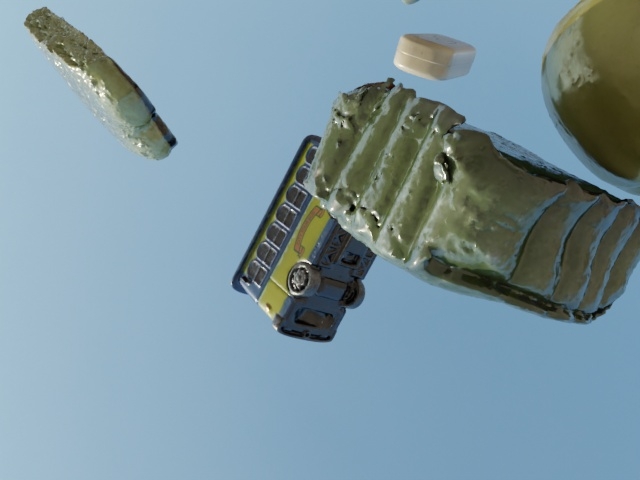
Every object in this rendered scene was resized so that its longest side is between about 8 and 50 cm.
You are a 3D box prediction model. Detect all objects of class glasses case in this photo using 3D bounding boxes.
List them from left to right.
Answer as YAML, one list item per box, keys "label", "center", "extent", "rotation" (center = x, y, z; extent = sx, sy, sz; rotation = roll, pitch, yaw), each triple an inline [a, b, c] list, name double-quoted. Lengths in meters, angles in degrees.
- label: "glasses case"
  center: [0.167, -0.264, 0.994]
  extent: [0.083, 0.050, 0.196]
  rotation: [25, -156, 14]

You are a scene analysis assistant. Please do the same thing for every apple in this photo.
- label: "apple"
  center: [0.281, -0.135, 0.582]
  extent: [0.200, 0.200, 0.199]
  rotation: [4, -126, -6]

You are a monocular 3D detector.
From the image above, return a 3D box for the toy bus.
- label: "toy bus"
  center: [0.000, 0.000, 1.100]
  extent: [0.138, 0.287, 0.175]
  rotation: [19, -167, -45]

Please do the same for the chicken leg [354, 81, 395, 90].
- label: "chicken leg"
  center: [0.087, -0.206, 0.978]
  extent: [0.083, 0.036, 0.021]
  rotation: [0, -167, 0]

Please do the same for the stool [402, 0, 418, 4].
- label: "stool"
  center: [0.190, -0.540, 1.154]
  extent: [0.195, 0.199, 0.195]
  rotation: [46, -127, -15]

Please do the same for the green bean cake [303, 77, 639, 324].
- label: "green bean cake"
  center: [0.122, -0.030, 0.549]
  extent: [0.223, 0.124, 0.227]
  rotation: [15, -167, -38]

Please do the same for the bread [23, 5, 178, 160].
- label: "bread"
  center: [-0.271, -0.184, 0.879]
  extent: [0.056, 0.207, 0.286]
  rotation: [-42, -137, -9]
